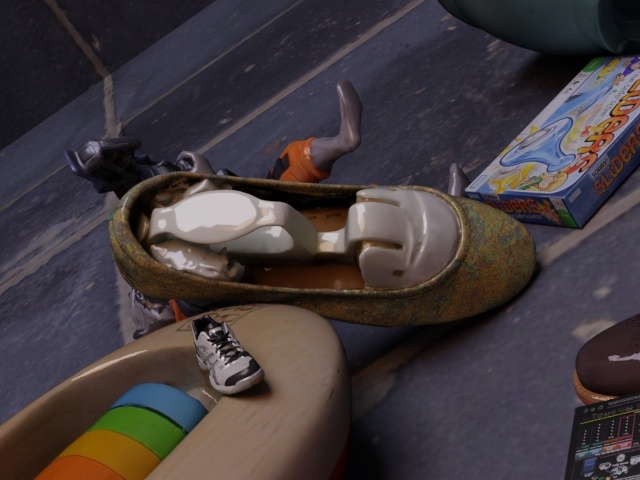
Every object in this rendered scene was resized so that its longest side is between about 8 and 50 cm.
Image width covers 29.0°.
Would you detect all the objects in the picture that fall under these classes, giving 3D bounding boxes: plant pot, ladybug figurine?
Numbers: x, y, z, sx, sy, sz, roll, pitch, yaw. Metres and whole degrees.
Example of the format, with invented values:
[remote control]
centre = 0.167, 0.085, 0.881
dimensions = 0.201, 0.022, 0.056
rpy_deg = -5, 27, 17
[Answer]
[plant pot]
centre = 0.272, -0.298, 1.199
dimensions = 0.293, 0.293, 0.196
rpy_deg = -39, 51, -7
[ladybug figurine]
centre = -0.128, 0.198, 0.843
dimensions = 0.305, 0.161, 0.449
rpy_deg = -6, 25, 41

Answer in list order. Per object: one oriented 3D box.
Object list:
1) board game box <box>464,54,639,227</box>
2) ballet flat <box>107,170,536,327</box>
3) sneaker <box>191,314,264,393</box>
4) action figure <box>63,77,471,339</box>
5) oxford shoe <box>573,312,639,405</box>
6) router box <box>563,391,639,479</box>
[board game box]
centre = 0.240, -0.093, 1.109
dimensions = 0.201, 0.035, 0.136
rpy_deg = -45, 25, -20
[ballet flat]
centre = 0.000, 0.000, 0.983
dimensions = 0.349, 0.123, 0.123
rpy_deg = 3, 31, 4
[sneaker]
centre = -0.065, 0.073, 0.805
dimensions = 0.032, 0.037, 0.083
rpy_deg = -26, 22, -21
[action figure]
centre = -0.066, -0.006, 1.136
dimensions = 0.330, 0.341, 0.178
rpy_deg = -33, 63, 24
[oxford shoe]
centre = 0.272, 0.022, 0.769
dimensions = 0.271, 0.098, 0.097
rpy_deg = -27, 25, 19
[router box]
centre = 0.207, 0.130, 0.731
dimensions = 0.122, 0.038, 0.092
rpy_deg = -20, 27, 32
